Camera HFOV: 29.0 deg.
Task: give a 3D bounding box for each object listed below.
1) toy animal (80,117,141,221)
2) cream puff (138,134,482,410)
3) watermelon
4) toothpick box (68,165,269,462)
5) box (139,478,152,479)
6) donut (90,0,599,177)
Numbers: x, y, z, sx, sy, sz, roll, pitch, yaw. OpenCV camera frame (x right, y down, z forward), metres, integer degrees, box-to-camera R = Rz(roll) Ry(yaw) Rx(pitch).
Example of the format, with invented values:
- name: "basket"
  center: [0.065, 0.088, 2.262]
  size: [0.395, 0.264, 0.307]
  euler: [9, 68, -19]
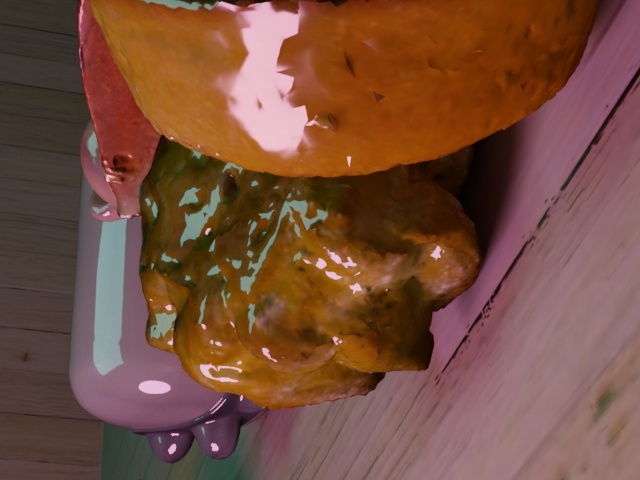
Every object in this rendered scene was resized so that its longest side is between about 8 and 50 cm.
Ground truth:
- name: "toy animal"
  center: [-0.074, -0.105, 1.014]
  size: [0.229, 0.221, 0.210]
  euler: [139, 149, -77]
- name: "cream puff"
  center: [-0.009, -0.008, 0.765]
  size: [0.244, 0.196, 0.244]
  euler: [-174, 90, -74]
- name: "watermelon"
  center: [-0.085, -0.167, 0.792]
  size: [0.303, 0.128, 0.159]
  euler: [96, 173, -49]
- name: "toothpick box"
  center: [-0.125, 0.053, 1.186]
  size: [0.229, 0.229, 0.316]
  euler: [139, 135, -68]
- name: "box"
  center: [-0.136, 0.385, 1.223]
  size: [0.260, 0.111, 0.195]
  euler: [-123, 42, -65]
- name: "donut"
  center: [0.017, -0.128, 0.630]
  size: [0.278, 0.277, 0.109]
  euler: [-108, 8, -58]
